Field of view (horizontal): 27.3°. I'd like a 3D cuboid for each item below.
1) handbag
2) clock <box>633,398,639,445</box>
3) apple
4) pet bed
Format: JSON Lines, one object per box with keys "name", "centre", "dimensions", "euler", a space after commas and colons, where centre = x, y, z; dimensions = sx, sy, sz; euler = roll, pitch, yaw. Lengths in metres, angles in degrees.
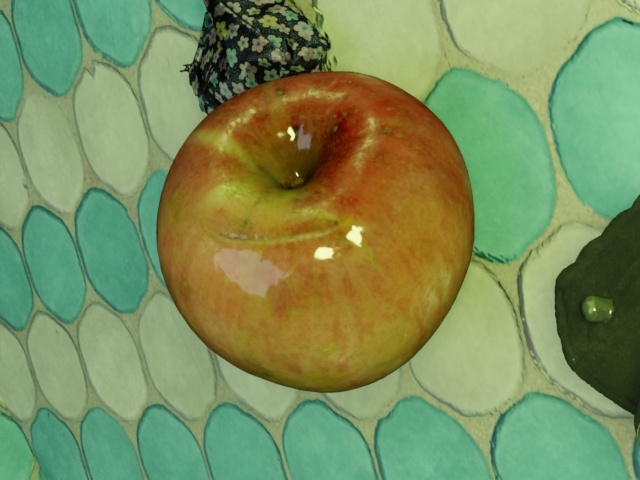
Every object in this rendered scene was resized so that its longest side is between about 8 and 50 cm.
{"name": "handbag", "centre": [-0.077, -0.214, 1.682], "dimensions": [0.228, 0.127, 0.208], "euler": [44, 142, 30]}
{"name": "clock", "centre": [0.431, 0.090, 1.118], "dimensions": [0.279, 0.049, 0.273], "euler": [10, 123, -1]}
{"name": "apple", "centre": [0.000, 0.000, 1.501], "dimensions": [0.364, 0.364, 0.364], "euler": [25, 125, 43]}
{"name": "pet bed", "centre": [0.337, 0.053, 1.254], "dimensions": [0.183, 0.159, 0.211], "euler": [58, 142, 16]}
